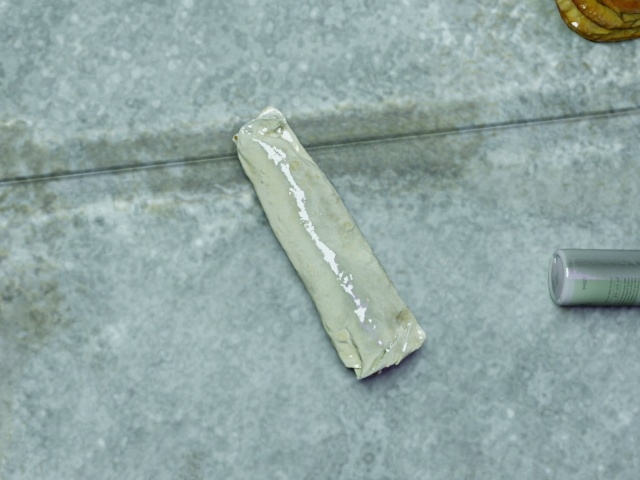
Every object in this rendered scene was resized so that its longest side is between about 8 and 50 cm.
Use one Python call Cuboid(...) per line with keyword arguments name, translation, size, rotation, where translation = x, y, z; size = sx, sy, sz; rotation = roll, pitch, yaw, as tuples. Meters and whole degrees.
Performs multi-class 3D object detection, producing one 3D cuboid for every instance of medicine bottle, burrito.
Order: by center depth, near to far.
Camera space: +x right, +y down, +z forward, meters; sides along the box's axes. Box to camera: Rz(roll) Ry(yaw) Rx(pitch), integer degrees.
Cuboid(name="burrito", translation=(0.000, 0.000, 1.025), size=(0.082, 0.059, 0.275), rotation=(-30, 86, -15))
Cuboid(name="medicine bottle", translation=(0.327, 0.037, 1.050), size=(0.199, 0.057, 0.057), rotation=(2, 82, -6))

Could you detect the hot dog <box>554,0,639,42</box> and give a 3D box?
Cuboid(name="hot dog", translation=(0.292, -0.341, 1.068), size=(0.196, 0.122, 0.272), rotation=(-7, 84, -12))
